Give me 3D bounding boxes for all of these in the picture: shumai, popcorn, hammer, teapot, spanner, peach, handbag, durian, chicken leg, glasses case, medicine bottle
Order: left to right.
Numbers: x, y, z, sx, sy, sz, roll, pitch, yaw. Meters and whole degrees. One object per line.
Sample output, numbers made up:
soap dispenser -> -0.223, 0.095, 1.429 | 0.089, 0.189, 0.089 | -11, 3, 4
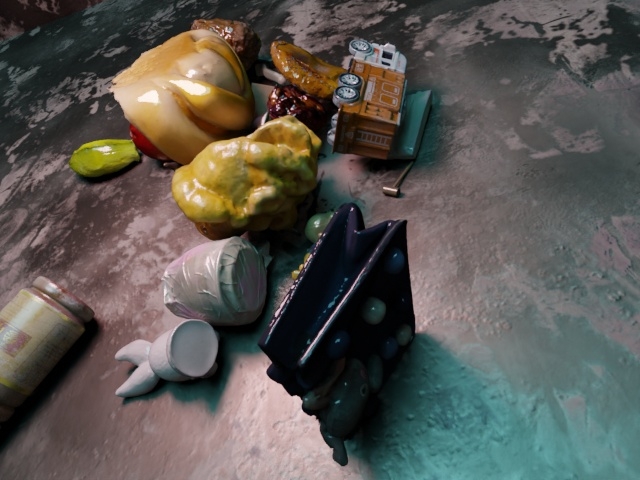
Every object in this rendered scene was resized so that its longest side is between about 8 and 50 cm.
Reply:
medicine bottle -> -0.621, 0.236, 0.929 | 0.151, 0.151, 0.322 | 15, 58, 32
durian -> -0.666, -0.248, 1.408 | 0.251, 0.101, 0.139 | -14, 12, 11
peach -> -0.446, -0.315, 1.312 | 0.198, 0.197, 0.197 | -12, 48, 13
teapot -> -0.205, 0.061, 0.905 | 0.178, 0.163, 0.221 | -8, 47, 22
shumai -> -0.315, -0.532, 1.476 | 0.346, 0.217, 0.282 | 5, 90, 61
popcorn -> -0.131, -0.117, 0.972 | 0.316, 0.280, 0.297 | -38, 4, 1
glasses case -> -0.161, -0.372, 1.337 | 0.103, 0.070, 0.193 | 8, 47, -7
spanner -> -0.150, -0.541, 1.465 | 0.096, 0.040, 0.325 | -21, 35, -19
chicken leg -> -0.061, -0.343, 1.214 | 0.095, 0.158, 0.407 | -52, 15, 21
handbag -> 0.041, 0.141, 0.626 | 0.119, 0.325, 0.269 | 20, 64, 27
hammer -> 0.178, -0.137, 1.020 | 0.036, 0.019, 0.110 | 18, 55, 33

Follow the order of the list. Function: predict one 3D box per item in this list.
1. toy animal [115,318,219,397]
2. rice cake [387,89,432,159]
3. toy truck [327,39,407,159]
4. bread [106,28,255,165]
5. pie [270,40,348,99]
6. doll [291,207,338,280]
toy animal -> -0.281, 0.219, 0.863 | 0.221, 0.131, 0.103 | -24, 75, 37
rice cake -> 0.209, -0.275, 1.106 | 0.080, 0.042, 0.221 | 2, 54, 31
toy truck -> 0.120, -0.329, 1.071 | 0.163, 0.136, 0.305 | 13, 52, 3
bread -> -0.317, -0.367, 1.120 | 0.245, 0.329, 0.423 | -52, 28, 30
pie -> -0.018, -0.456, 1.260 | 0.274, 0.069, 0.273 | 18, 32, -12
doll -> 0.000, 0.000, 0.931 | 0.089, 0.102, 0.179 | 39, 61, -4
